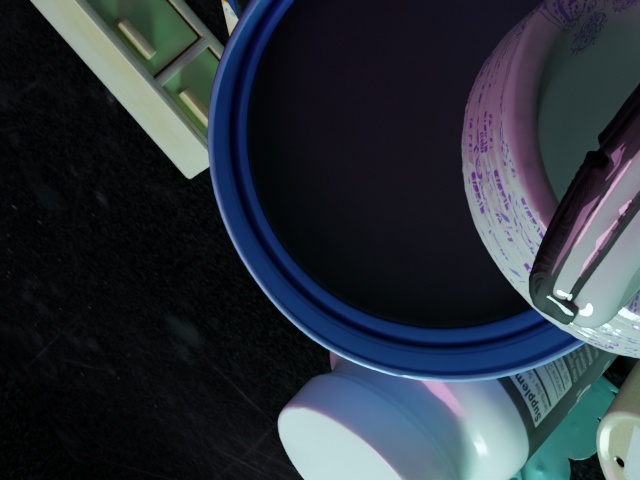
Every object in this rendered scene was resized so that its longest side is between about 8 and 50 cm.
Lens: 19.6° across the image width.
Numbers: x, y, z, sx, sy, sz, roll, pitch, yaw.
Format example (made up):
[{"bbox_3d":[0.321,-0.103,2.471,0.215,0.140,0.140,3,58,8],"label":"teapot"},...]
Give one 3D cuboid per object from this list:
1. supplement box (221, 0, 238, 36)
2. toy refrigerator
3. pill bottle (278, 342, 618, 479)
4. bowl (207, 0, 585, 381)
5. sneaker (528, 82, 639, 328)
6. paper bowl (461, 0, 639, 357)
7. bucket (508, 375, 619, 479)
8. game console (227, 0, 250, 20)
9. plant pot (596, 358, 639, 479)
[{"bbox_3d":[-0.061,-0.210,1.896,0.062,0.036,0.098,29,150,30],"label":"supplement box"},{"bbox_3d":[-0.182,-0.207,2.003,0.269,0.102,0.094,50,153,-7],"label":"toy refrigerator"},{"bbox_3d":[0.140,0.091,1.667,0.210,0.363,0.210,35,153,21],"label":"pill bottle"},{"bbox_3d":[0.105,-0.084,1.482,0.391,0.391,0.077,50,-177,-9],"label":"bowl"},{"bbox_3d":[0.343,-0.069,1.128,0.257,0.447,0.169,40,-168,1],"label":"sneaker"},{"bbox_3d":[0.237,-0.054,1.350,0.284,0.284,0.148,47,156,-3],"label":"paper bowl"},{"bbox_3d":[0.151,0.181,1.896,0.183,0.281,0.281,45,154,-5],"label":"bucket"},{"bbox_3d":[-0.034,-0.321,1.709,0.250,0.173,0.293,1,139,13],"label":"game console"},{"bbox_3d":[0.355,0.119,1.445,0.256,0.274,0.256,42,149,33],"label":"plant pot"}]
